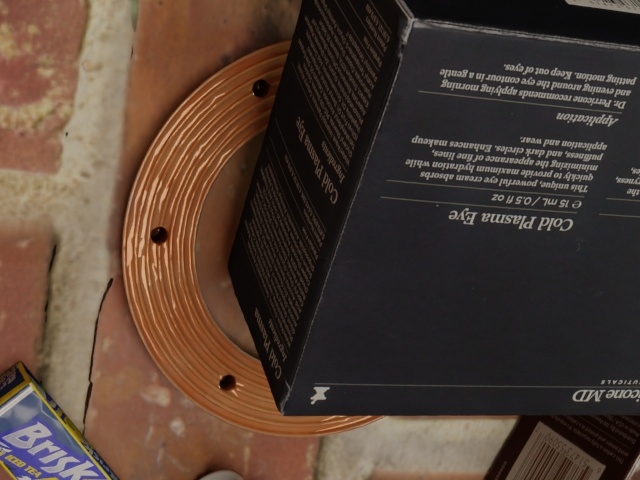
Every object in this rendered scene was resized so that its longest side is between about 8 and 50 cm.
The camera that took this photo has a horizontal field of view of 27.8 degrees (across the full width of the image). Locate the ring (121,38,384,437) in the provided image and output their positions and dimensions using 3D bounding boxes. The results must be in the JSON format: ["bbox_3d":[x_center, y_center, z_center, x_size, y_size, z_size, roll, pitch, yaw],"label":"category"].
[{"bbox_3d":[0.000,0.000,1.061,0.336,0.032,0.337,-5,104,-20],"label":"ring"}]

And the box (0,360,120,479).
[{"bbox_3d":[-0.204,0.179,1.012,0.059,0.054,0.169,-38,113,-9],"label":"box"}]

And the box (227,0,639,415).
[{"bbox_3d":[0.142,-0.044,0.935,0.343,0.179,0.313,4,125,-22],"label":"box"}]

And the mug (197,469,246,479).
[{"bbox_3d":[-0.055,0.285,1.086,0.169,0.150,0.113,40,50,-29],"label":"mug"}]

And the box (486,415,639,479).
[{"bbox_3d":[0.294,0.217,1.155,0.203,0.168,0.167,29,91,-25],"label":"box"}]
